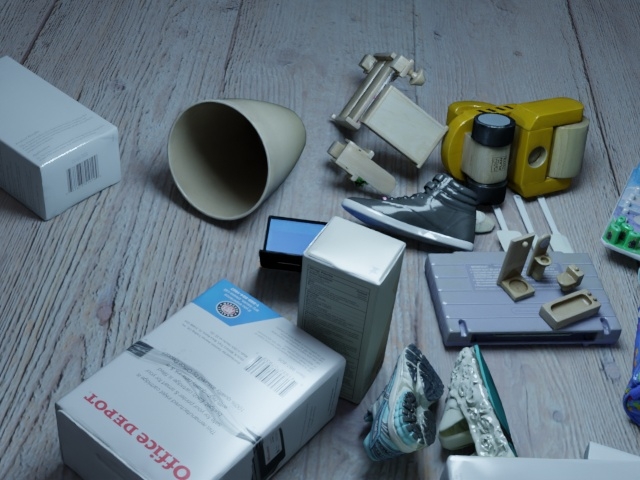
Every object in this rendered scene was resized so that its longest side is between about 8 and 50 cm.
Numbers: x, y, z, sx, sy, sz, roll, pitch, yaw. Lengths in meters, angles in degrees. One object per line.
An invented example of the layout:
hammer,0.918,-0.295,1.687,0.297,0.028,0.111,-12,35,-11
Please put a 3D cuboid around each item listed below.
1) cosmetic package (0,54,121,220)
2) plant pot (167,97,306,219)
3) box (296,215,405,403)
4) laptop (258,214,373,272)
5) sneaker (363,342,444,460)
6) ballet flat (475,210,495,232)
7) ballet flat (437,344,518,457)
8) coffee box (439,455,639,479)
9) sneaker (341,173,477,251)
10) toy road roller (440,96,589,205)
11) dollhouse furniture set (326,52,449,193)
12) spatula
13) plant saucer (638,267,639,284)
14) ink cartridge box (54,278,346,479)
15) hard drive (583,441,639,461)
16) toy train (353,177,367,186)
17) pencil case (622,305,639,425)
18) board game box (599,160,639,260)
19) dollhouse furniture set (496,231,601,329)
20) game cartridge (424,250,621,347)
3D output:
cosmetic package,-0.645,-0.232,2.070,0.385,0.156,0.217,33,48,26
plant pot,-0.149,-0.206,2.075,0.257,0.256,0.274,27,29,19
box,0.045,0.126,1.668,0.148,0.311,0.121,23,44,16
laptop,0.000,0.000,1.927,0.235,0.264,0.136,6,79,-1
sneaker,0.133,0.281,1.666,0.110,0.122,0.283,52,24,-9
ballet flat,0.309,-0.050,2.092,0.168,0.052,0.057,2,42,-7
ballet flat,0.270,0.351,1.602,0.147,0.147,0.408,-3,44,-12
coffee box,0.317,0.522,1.262,0.335,0.338,0.337,3,43,-6
sneaker,0.200,-0.082,2.027,0.296,0.104,0.146,16,85,1
toy road roller,0.431,-0.235,2.209,0.330,0.202,0.240,-11,32,-22
dollhouse furniture set,0.138,-0.274,2.264,0.174,0.303,0.355,36,1,-18
spatula,0.460,-0.039,2.117,0.168,0.019,0.242,1,40,-8
plant saucer,0.761,0.109,2.001,0.195,0.037,0.195,4,42,-4
ink cartridge box,-0.194,0.281,1.571,0.286,0.166,0.395,32,46,24
hard drive,0.587,0.468,1.582,0.308,0.040,0.203,16,43,9
toy train,0.110,-0.144,2.190,0.083,0.017,0.024,-19,39,-27
pencil case,0.651,0.217,1.804,0.133,0.119,0.306,36,44,-5
board game box,0.858,-0.028,2.120,0.390,0.050,0.390,24,37,16
dollhouse furniture set,0.458,0.070,1.850,0.144,0.123,0.151,-17,48,-24
game cartridge,0.403,0.115,1.926,0.355,0.068,0.230,0,39,-8
